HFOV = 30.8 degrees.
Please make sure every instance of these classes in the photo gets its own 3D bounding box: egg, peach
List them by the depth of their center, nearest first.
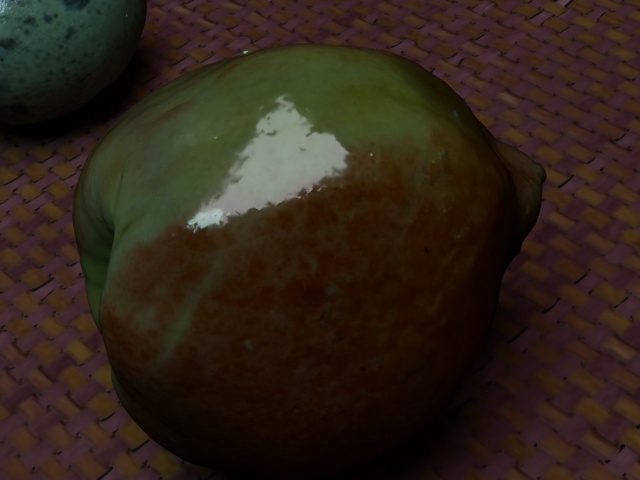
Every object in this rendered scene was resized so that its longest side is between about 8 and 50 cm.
[{"bbox_3d":[0.000,0.000,0.625,0.256,0.232,0.232,-14,44,-17],"label":"peach"},{"bbox_3d":[-0.212,-0.163,0.879,0.181,0.141,0.141,-31,47,-32],"label":"egg"}]
